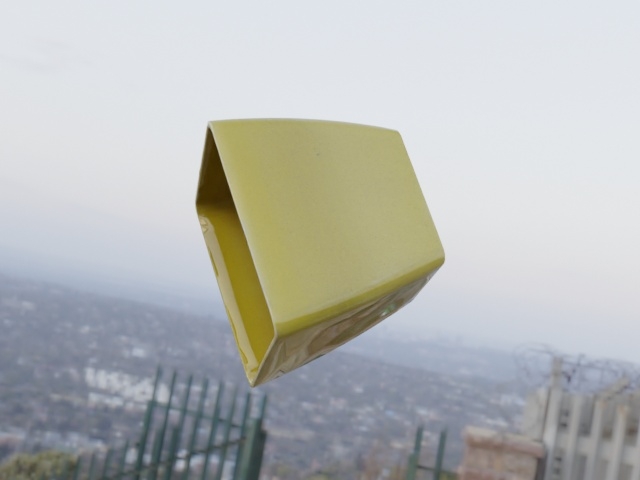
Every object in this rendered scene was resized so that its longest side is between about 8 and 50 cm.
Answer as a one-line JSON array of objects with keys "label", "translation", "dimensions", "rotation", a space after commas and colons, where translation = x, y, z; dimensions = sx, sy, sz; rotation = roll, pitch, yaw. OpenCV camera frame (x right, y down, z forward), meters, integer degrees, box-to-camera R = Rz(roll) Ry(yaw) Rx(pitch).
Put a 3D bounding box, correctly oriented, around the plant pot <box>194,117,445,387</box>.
[{"label": "plant pot", "translation": [0.000, 0.000, 1.053], "dimensions": [0.187, 0.212, 0.212], "rotation": [-14, -17, -15]}]
